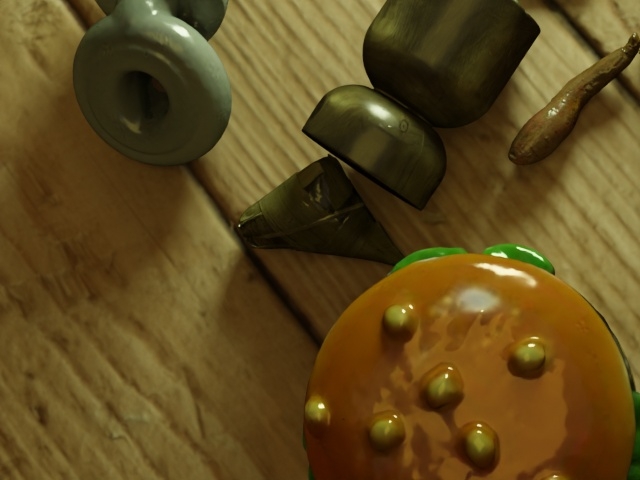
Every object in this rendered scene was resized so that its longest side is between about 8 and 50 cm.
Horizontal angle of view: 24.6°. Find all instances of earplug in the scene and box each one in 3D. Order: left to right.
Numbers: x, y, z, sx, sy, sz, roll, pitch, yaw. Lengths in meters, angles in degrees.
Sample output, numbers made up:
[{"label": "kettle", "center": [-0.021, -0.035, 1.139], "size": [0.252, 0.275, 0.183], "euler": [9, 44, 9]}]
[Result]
[{"label": "earplug", "center": [-0.203, -0.258, 1.871], "size": [0.214, 0.175, 0.326], "euler": [5, 94, 19]}]

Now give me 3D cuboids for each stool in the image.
[{"label": "stool", "center": [0.121, -0.193, 1.770], "size": [0.179, 0.179, 0.264], "euler": [33, 92, 15]}]

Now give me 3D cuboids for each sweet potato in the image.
[{"label": "sweet potato", "center": [0.310, -0.170, 1.790], "size": [0.214, 0.050, 0.050], "euler": [-46, 76, 3]}]

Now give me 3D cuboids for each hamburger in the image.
[{"label": "hamburger", "center": [0.183, 0.195, 1.660], "size": [0.395, 0.277, 0.396], "euler": [-1, 85, 13]}]

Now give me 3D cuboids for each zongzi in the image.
[{"label": "zongzi", "center": [0.000, 0.000, 1.841], "size": [0.160, 0.078, 0.176], "euler": [-32, 101, 26]}]

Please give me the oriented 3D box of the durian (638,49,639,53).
[{"label": "durian", "center": [0.482, -0.264, 1.738], "size": [0.208, 0.102, 0.146], "euler": [-46, 70, 1]}]
